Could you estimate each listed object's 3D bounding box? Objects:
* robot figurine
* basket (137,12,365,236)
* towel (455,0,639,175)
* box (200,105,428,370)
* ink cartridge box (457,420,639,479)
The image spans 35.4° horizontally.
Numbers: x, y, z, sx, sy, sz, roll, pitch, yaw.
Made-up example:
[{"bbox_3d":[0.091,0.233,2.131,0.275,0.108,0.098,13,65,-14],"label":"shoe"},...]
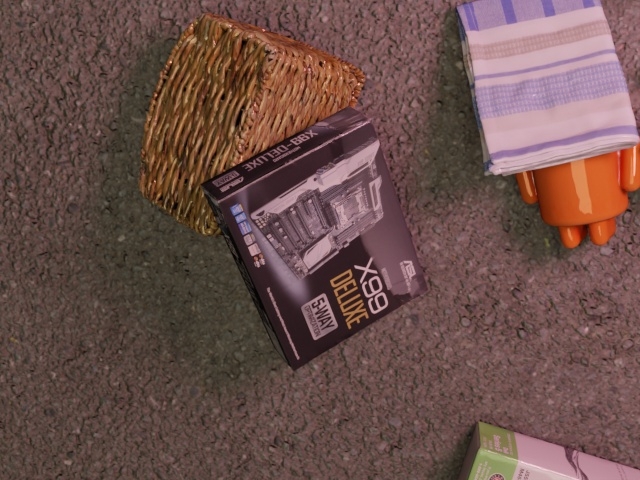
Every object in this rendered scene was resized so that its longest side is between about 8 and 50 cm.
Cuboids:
[{"bbox_3d":[0.368,-0.102,1.430,0.128,0.158,0.219,-17,100,-19],"label":"robot figurine"},{"bbox_3d":[-0.114,-0.166,1.497,0.213,0.223,0.299,30,107,35],"label":"basket"},{"bbox_3d":[0.307,-0.232,1.385,0.209,0.034,0.284,-11,67,10],"label":"towel"},{"bbox_3d":[0.000,0.000,1.424,0.243,0.076,0.307,-29,122,-13],"label":"box"},{"bbox_3d":[0.345,0.424,1.547,0.273,0.115,0.198,16,103,4],"label":"ink cartridge box"}]
